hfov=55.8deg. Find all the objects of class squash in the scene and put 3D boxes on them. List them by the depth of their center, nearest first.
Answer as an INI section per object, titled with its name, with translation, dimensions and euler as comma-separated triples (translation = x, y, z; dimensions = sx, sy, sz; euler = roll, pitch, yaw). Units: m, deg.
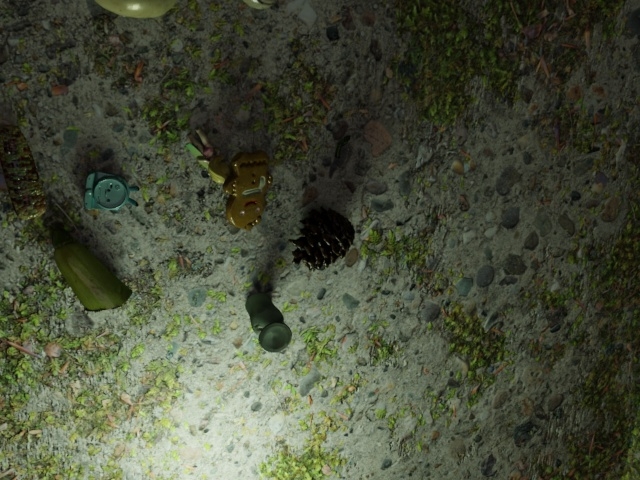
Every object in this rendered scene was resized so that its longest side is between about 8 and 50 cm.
[squash]
translation = -0.678, 0.092, 1.697
dimensions = 0.137, 0.137, 0.287
euler = -41, 111, -2

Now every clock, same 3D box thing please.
[clock]
translation = -0.584, -0.134, 1.696
dimensions = 0.147, 0.045, 0.108
euler = 6, 106, -20

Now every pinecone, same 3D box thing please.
[pinecone]
translation = 0.004, -0.001, 1.862
dimensions = 0.204, 0.179, 0.184
euler = -43, 159, 18

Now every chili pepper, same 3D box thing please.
[chili pepper]
translation = 0.067, -0.293, 1.874
dimensions = 0.027, 0.022, 0.083
euler = 31, 97, 9

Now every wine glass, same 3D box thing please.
[wine glass]
translation = -0.166, 0.244, 1.851
dimensions = 0.103, 0.231, 0.103
euler = -7, 111, -18

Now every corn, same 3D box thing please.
[corn]
translation = -0.791, -0.179, 1.593
dimensions = 0.086, 0.086, 0.254
euler = -14, 108, -14

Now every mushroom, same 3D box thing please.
[mushroom]
translation = -0.477, -0.650, 1.495
dimensions = 0.246, 0.202, 0.246
euler = 18, 56, -29

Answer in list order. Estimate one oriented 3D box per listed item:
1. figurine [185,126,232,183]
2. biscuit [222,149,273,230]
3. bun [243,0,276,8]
[figurine]
translation = -0.317, -0.236, 1.740
dimensions = 0.083, 0.083, 0.187
euler = -32, 104, -6
[biscuit]
translation = -0.212, -0.142, 1.776
dimensions = 0.184, 0.035, 0.249
euler = -14, 121, -48
[bun]
translation = -0.183, -0.690, 1.629
dimensions = 0.138, 0.094, 0.138
euler = 1, 89, -50
